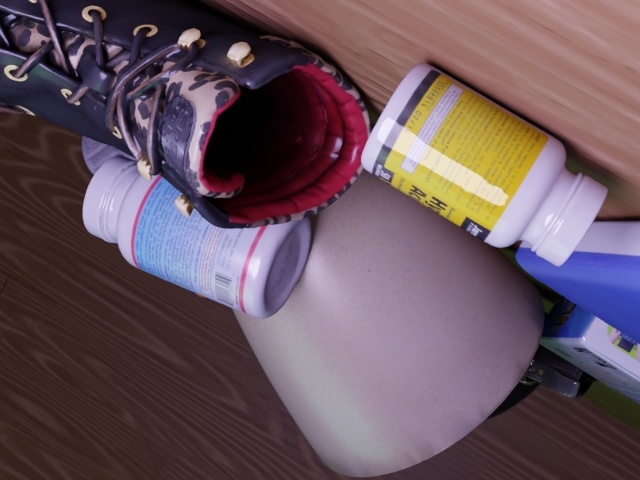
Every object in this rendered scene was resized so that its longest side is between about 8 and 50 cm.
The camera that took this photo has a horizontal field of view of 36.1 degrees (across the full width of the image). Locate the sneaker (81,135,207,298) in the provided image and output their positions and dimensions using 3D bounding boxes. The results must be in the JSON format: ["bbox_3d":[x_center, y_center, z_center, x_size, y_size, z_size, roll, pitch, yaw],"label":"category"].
[{"bbox_3d":[-0.183,-0.031,1.231,0.321,0.124,0.180,42,156,35],"label":"sneaker"}]

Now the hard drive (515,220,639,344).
[{"bbox_3d":[0.252,0.057,0.563,0.210,0.040,0.318,32,178,-6],"label":"hard drive"}]

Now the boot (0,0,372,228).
[{"bbox_3d":[-0.160,-0.118,0.637,0.284,0.138,0.377,29,-169,31],"label":"boot"}]

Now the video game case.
[{"bbox_3d":[0.328,0.131,0.882,0.244,0.061,0.269,33,178,6],"label":"video game case"}]

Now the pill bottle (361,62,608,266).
[{"bbox_3d":[0.085,-0.037,0.505,0.116,0.065,0.065,31,178,7],"label":"pill bottle"}]

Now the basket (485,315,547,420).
[{"bbox_3d":[0.189,0.125,1.387,0.227,0.204,0.154,40,146,48],"label":"basket"}]

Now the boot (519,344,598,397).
[{"bbox_3d":[0.231,0.114,1.159,0.229,0.091,0.263,17,-162,21],"label":"boot"}]

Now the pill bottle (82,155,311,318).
[{"bbox_3d":[-0.094,-0.008,0.738,0.160,0.087,0.087,21,175,17],"label":"pill bottle"}]

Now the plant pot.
[{"bbox_3d":[0.017,0.019,0.870,0.274,0.256,0.256,51,171,-20],"label":"plant pot"}]
